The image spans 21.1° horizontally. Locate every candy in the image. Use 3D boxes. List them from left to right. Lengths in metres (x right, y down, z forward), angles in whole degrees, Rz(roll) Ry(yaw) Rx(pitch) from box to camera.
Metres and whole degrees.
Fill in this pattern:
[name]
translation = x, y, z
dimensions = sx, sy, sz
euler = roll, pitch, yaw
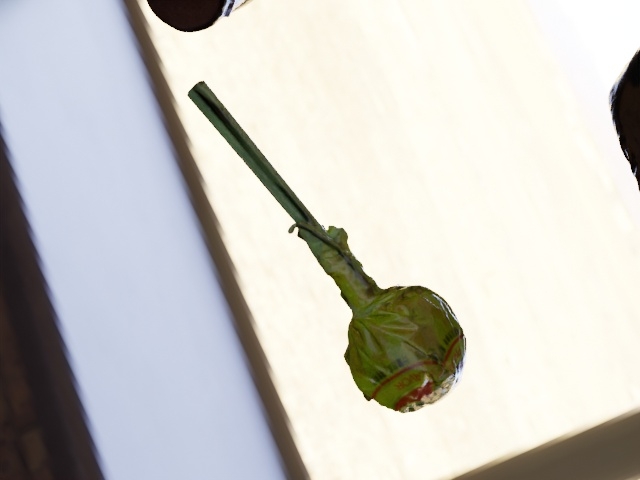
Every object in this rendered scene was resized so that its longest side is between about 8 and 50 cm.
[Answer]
[candy]
translation = 0.000, 0.000, 1.123
dimensions = 0.262, 0.073, 0.077
euler = 50, 45, 1

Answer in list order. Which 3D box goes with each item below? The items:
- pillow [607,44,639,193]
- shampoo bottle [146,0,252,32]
[pillow]
translation = 0.251, -0.062, 1.152
dimensions = 0.141, 0.055, 0.208
euler = 117, -33, -48
[shampoo bottle]
translation = -0.042, -0.257, 1.426
dimensions = 0.084, 0.129, 0.323
euler = 51, 32, -7
